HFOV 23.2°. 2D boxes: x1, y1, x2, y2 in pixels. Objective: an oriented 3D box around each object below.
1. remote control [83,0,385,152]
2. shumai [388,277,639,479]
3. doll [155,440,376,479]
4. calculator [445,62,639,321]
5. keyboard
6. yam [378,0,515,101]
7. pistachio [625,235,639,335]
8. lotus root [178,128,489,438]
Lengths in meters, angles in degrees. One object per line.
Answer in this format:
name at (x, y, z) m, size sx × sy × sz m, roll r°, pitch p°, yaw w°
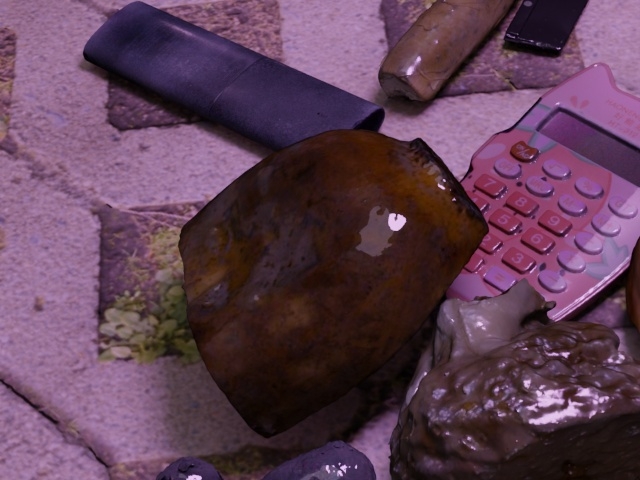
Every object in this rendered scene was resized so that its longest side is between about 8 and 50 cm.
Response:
remote control at (-0.104, -0.176, 1.752) m, size 0.377 × 0.044 × 0.107 m, roll 27°, pitch 65°, yaw 32°
shumai at (0.166, 0.122, 1.333) m, size 0.256 × 0.189 × 0.218 m, roll -14°, pitch 49°, yaw -7°
doll at (-0.096, 0.275, 1.252) m, size 0.340 × 0.158 × 0.246 m, roll -28°, pitch 58°, yaw 2°
calculator at (0.237, -0.035, 1.552) m, size 0.330 × 0.048 × 0.220 m, roll -42°, pitch 55°, yaw -19°
keyboard at (0.281, -0.294, 1.782) m, size 0.072 × 0.023 × 0.231 m, roll 17°, pitch 54°, yaw 20°
yam at (0.190, -0.293, 1.749) m, size 0.083 × 0.083 × 0.371 m, roll 25°, pitch 64°, yaw 30°
pistachio at (0.354, 0.027, 1.411) m, size 0.165 × 0.130 × 0.210 m, roll -19°, pitch 50°, yaw 21°
lotus root at (0.011, 0.001, 1.424) m, size 0.260 × 0.149 × 0.267 m, roll -31°, pitch 35°, yaw 18°
